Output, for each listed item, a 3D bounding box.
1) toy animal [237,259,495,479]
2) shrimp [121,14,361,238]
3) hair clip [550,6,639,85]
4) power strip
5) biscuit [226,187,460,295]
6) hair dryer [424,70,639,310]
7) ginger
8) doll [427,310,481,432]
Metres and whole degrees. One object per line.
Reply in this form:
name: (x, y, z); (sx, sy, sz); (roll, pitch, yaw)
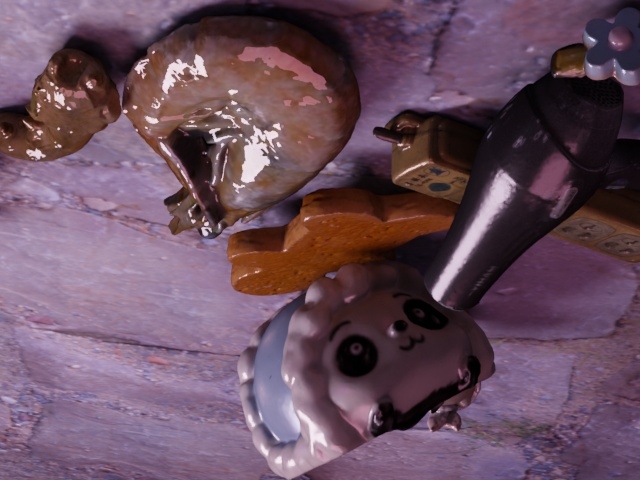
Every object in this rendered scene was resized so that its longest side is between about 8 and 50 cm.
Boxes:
toy animal: (0.032, 0.105, 1.524); (0.208, 0.156, 0.204); (-26, 172, -28)
shrimp: (-0.080, -0.079, 1.299); (0.168, 0.077, 0.317); (23, 148, -15)
hair clip: (0.258, -0.131, 1.120); (0.214, 0.062, 0.056); (-1, 145, 8)
power strip: (0.170, -0.038, 1.370); (0.305, 0.044, 0.064); (18, 154, -28)
biscuit: (0.000, -0.001, 1.489); (0.165, 0.036, 0.250); (3, 161, -28)
hair dryer: (0.226, -0.026, 1.308); (0.271, 0.091, 0.235); (6, 136, -27)
ginger: (-0.199, -0.095, 1.296); (0.069, 0.051, 0.173); (22, 150, -22)
doll: (0.115, 0.131, 1.664); (0.073, 0.127, 0.084); (10, 156, -13)
